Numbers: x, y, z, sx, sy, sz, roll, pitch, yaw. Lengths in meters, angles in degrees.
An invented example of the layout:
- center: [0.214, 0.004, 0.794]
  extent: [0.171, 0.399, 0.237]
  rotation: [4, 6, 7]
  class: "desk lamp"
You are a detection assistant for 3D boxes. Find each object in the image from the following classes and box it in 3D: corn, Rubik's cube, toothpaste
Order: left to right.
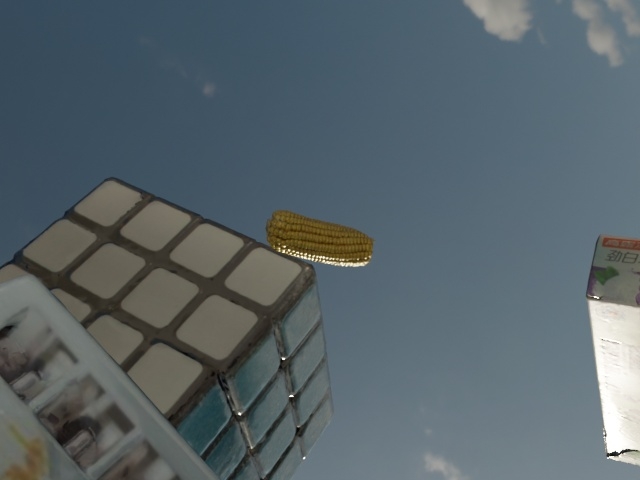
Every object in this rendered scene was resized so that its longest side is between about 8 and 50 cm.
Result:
- center: [-0.212, 0.186, 0.856]
  extent: [0.343, 0.345, 0.337]
  rotation: [21, -126, 27]
  class: "Rubik's cube"
- center: [0.000, 0.000, 0.565]
  extent: [0.092, 0.037, 0.037]
  rotation: [12, -125, -10]
  class: "corn"
- center: [0.175, 0.071, 0.374]
  extent: [0.040, 0.047, 0.196]
  rotation: [-65, -34, -28]
  class: "toothpaste"

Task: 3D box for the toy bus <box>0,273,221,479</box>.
- center: [-0.088, 0.176, 0.328]
  extent: [0.136, 0.109, 0.330]
  rotation: [-41, -92, -27]
  class: "toy bus"
